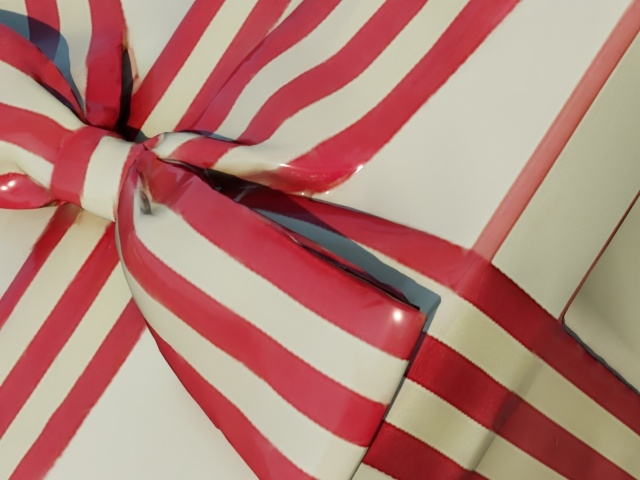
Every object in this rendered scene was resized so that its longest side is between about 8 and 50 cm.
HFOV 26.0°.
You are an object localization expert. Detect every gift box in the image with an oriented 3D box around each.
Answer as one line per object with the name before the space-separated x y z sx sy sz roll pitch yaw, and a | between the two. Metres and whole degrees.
gift box | 0.000 0.000 0.469 0.255 0.258 0.276 25 85 38
